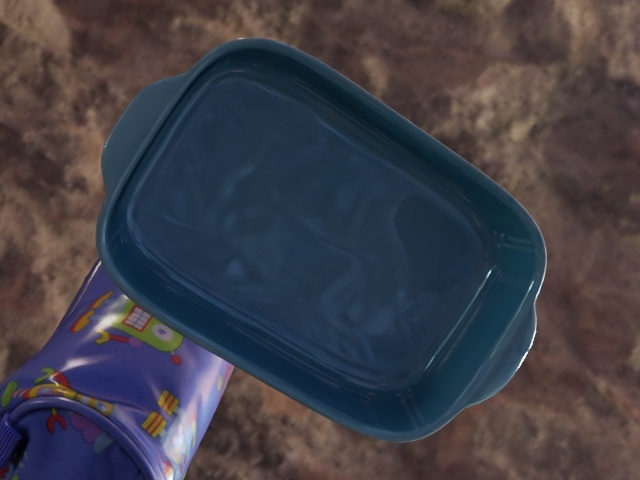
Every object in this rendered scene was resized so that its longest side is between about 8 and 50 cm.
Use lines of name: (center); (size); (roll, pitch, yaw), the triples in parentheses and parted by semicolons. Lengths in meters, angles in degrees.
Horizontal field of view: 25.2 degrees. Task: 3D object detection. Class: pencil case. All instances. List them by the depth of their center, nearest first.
pencil case: (-0.122, 0.072, 0.955); (0.133, 0.119, 0.306); (29, -148, -5)

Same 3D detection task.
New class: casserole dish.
casserole dish: (0.000, 0.000, 0.557); (0.188, 0.114, 0.037); (32, -177, -20)

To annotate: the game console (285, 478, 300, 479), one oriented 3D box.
game console: (0.020, 0.273, 1.118); (0.085, 0.124, 0.144); (18, -93, -57)
